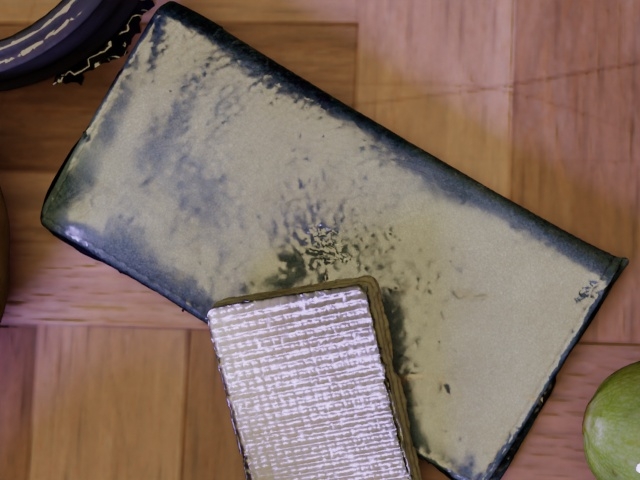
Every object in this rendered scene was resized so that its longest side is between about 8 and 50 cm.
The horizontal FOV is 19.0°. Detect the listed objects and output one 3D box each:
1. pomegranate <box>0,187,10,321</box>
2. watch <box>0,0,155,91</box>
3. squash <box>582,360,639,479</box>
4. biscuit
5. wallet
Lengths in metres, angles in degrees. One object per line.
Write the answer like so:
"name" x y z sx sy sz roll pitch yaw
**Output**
"pomegranate" -0.317 0.012 1.277 0.233 0.233 0.233 -2 81 10
"watch" -0.224 -0.264 1.299 0.335 0.314 0.327 0 94 -1
"squash" 0.348 0.151 1.196 0.370 0.118 0.118 11 84 8
"biscuit" 0.002 0.128 1.265 0.121 0.040 0.199 -10 97 19
"wallet" 0.000 0.000 1.313 0.379 0.046 0.191 31 90 11
